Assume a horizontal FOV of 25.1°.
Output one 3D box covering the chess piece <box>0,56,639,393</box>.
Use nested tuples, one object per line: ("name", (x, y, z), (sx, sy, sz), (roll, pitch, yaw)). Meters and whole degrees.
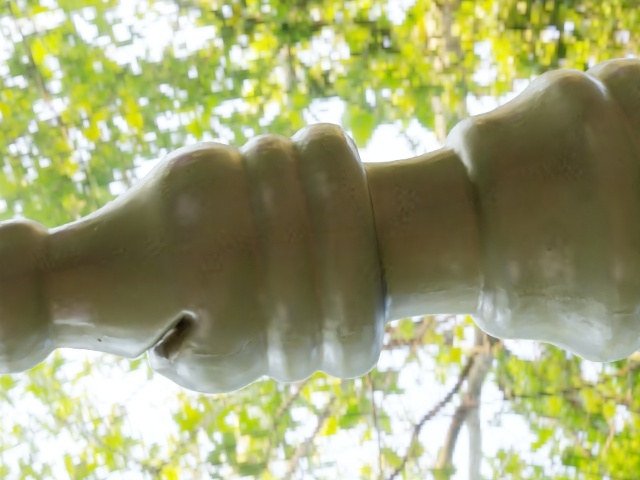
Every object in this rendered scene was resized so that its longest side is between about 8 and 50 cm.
("chess piece", (0.000, 0.000, 0.612), (0.307, 0.124, 0.139), (-7, -103, -6))
